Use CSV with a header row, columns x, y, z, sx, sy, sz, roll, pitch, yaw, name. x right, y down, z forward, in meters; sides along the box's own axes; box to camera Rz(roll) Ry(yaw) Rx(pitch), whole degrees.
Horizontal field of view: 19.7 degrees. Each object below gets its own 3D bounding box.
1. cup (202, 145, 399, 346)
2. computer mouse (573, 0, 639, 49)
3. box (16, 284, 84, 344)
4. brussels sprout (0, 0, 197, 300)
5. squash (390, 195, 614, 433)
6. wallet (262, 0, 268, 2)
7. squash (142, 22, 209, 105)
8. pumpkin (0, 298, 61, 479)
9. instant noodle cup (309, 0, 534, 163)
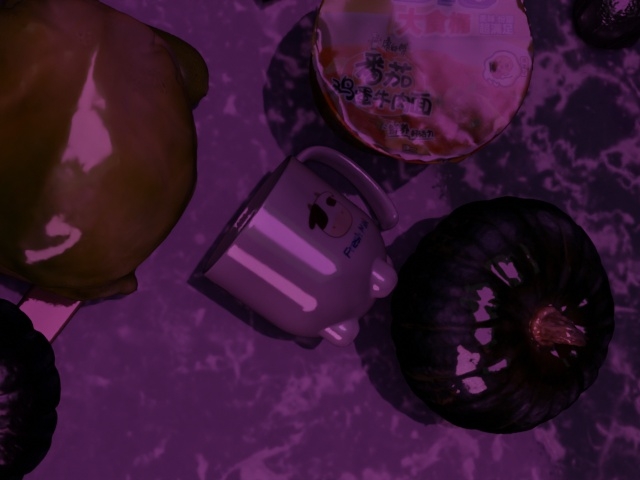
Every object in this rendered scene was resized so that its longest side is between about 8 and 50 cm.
x,y,z,sx,sy,sz,roll,pitch,yaw,name
-0.008,0.010,1.668,0.142,0.173,0.134,36,112,-7,cup
0.302,-0.238,1.768,0.135,0.047,0.079,-41,94,-12,computer mouse
-0.237,0.049,1.662,0.048,0.025,0.115,38,80,-8,box
-0.237,-0.075,1.568,0.259,0.227,0.294,30,103,-3,brussels sprout
0.165,0.066,1.657,0.218,0.172,0.218,0,88,-9,squash
-0.007,-0.307,1.717,0.166,0.030,0.111,-30,102,-9,wallet
-0.194,-0.175,1.669,0.201,0.066,0.066,21,82,-2,squash
-0.319,0.134,1.585,0.194,0.150,0.194,-2,69,6,pumpkin
0.075,-0.162,1.670,0.205,0.153,0.205,1,85,-12,instant noodle cup
